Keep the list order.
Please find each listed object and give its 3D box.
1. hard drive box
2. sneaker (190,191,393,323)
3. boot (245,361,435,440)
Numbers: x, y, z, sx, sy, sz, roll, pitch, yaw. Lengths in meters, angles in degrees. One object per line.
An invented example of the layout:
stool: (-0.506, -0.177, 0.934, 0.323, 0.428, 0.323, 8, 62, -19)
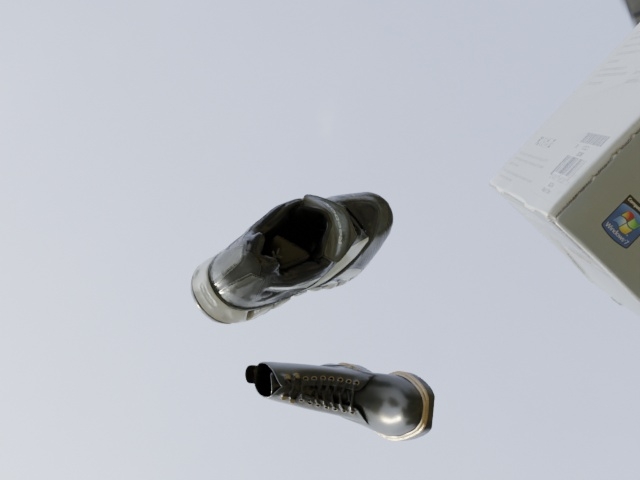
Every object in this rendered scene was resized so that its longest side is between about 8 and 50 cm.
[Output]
hard drive box: (0.197, -0.074, 0.514, 0.089, 0.181, 0.232, 42, -83, -5)
sneaker: (0.000, 0.000, 0.994, 0.234, 0.106, 0.078, -24, -101, -42)
boot: (0.018, 0.170, 1.223, 0.137, 0.198, 0.077, 10, -97, -31)
